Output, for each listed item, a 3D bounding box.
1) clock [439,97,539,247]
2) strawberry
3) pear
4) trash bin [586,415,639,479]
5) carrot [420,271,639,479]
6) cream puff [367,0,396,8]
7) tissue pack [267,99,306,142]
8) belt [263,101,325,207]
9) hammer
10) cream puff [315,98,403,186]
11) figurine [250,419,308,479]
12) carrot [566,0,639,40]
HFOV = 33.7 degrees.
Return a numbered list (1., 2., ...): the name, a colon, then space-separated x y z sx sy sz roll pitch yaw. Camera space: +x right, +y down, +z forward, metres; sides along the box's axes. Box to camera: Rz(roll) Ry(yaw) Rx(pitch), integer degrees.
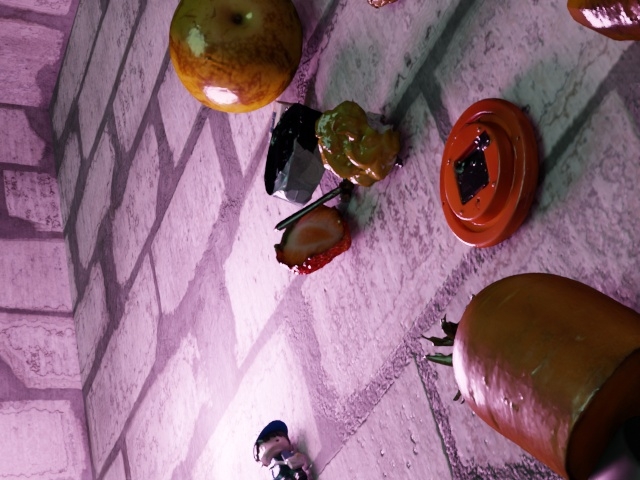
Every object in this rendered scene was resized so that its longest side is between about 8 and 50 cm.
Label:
1. clock: 0.223 -0.092 1.441 0.205 0.051 0.205 -176 90 -65
2. strawberry: 0.000 0.000 1.844 0.187 0.082 0.147 -1 59 56
3. pear: -0.163 -0.379 2.036 0.280 0.280 0.281 -17 71 62
4. trash bin: 0.303 0.358 1.037 0.334 0.214 0.214 -67 31 22
5. carrot: 0.259 0.139 1.180 0.193 0.214 0.331 -55 33 -3
6. cream puff: 0.057 -0.476 1.702 0.183 0.169 0.183 -22 65 60
7. tissue pack: -0.063 -0.222 2.025 0.042 0.062 0.083 35 118 58
8. belt: -0.039 -0.154 1.913 0.151 0.078 0.198 -42 35 51
9. hammer: -0.016 -0.056 1.848 0.178 0.021 0.065 -29 32 24
10. cream puff: 0.051 -0.160 1.706 0.121 0.156 0.156 -58 33 13
11. figurine: -0.072 0.400 1.948 0.149 0.086 0.087 46 168 42
12. carrot: 0.378 -0.261 1.091 0.302 0.114 0.114 20 104 62
